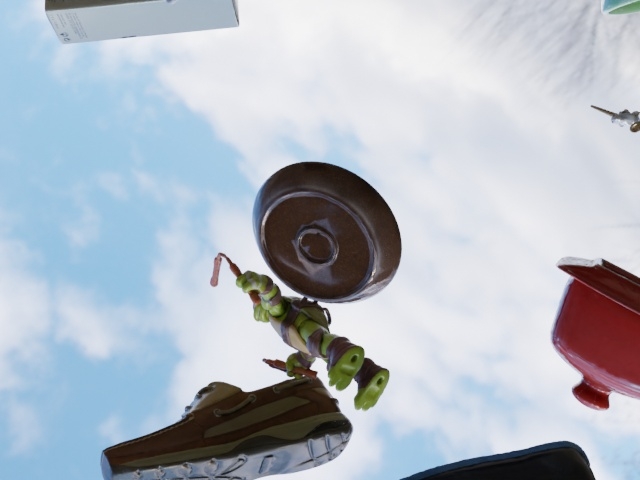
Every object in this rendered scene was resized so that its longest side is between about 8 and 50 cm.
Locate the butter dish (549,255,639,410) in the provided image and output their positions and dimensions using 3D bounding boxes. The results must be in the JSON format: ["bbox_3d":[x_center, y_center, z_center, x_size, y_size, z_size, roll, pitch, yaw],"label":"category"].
[{"bbox_3d":[0.257,0.091,0.871,0.160,0.118,0.160,29,-170,13],"label":"butter dish"}]

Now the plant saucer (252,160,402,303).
[{"bbox_3d":[0.000,0.000,1.045,0.168,0.168,0.029,45,-143,-4],"label":"plant saucer"}]

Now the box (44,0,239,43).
[{"bbox_3d":[-0.262,-0.371,1.501,0.094,0.275,0.113,82,-176,-67],"label":"box"}]

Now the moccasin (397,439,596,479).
[{"bbox_3d":[0.166,0.304,1.086,0.342,0.137,0.117,-12,-124,-18],"label":"moccasin"}]

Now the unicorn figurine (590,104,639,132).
[{"bbox_3d":[0.352,-0.135,1.045,0.060,0.162,0.111,59,-145,-6],"label":"unicorn figurine"}]

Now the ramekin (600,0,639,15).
[{"bbox_3d":[0.528,-0.420,1.393,0.303,0.303,0.148,-20,-82,-57],"label":"ramekin"}]

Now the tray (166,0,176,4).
[{"bbox_3d":[-0.130,-0.373,0.988,0.030,0.145,0.270,7,-124,-43],"label":"tray"}]

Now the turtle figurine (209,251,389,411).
[{"bbox_3d":[-0.014,0.119,1.229,0.217,0.087,0.269,33,157,40],"label":"turtle figurine"}]

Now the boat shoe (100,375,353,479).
[{"bbox_3d":[-0.121,0.247,1.294,0.324,0.122,0.120,-6,-126,-26],"label":"boat shoe"}]
